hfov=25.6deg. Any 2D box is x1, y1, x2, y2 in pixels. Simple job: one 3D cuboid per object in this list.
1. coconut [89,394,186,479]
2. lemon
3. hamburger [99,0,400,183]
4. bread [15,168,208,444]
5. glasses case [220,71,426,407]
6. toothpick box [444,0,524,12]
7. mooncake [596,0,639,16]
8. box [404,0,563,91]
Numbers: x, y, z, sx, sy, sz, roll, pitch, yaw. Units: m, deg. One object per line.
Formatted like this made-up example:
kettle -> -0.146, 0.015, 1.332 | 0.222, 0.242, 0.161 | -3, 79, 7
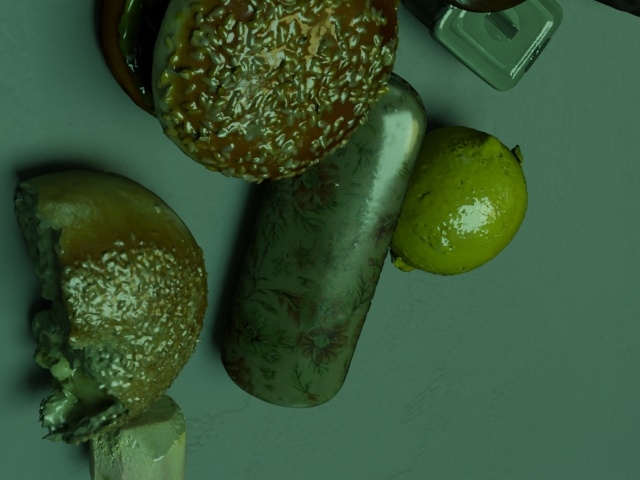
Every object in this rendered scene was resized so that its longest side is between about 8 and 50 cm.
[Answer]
coconut -> -0.213, 0.249, 1.640 | 0.116, 0.116, 0.122 | -15, 121, -29
lemon -> 0.153, -0.044, 1.675 | 0.173, 0.173, 0.206 | 26, 106, -44
hamburger -> -0.064, -0.196, 1.377 | 0.291, 0.225, 0.291 | -21, 130, -28
bread -> -0.208, 0.073, 1.486 | 0.192, 0.171, 0.314 | -12, 126, -26
glasses case -> 0.000, 0.000, 1.612 | 0.156, 0.098, 0.425 | 18, 113, 2
toothpick box -> 0.123, -0.345, 1.364 | 0.192, 0.294, 0.192 | -19, 128, -25
mooncake -> 0.409, -0.396, 1.656 | 0.283, 0.141, 0.283 | -21, 131, -26
box -> 0.180, -0.263, 1.604 | 0.172, 0.093, 0.124 | 32, 97, -45
